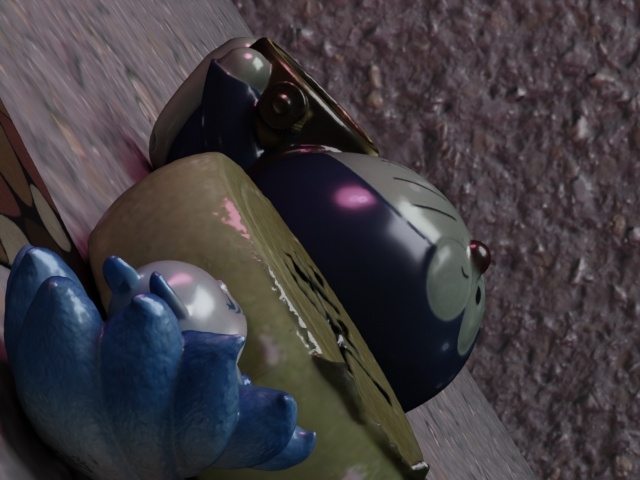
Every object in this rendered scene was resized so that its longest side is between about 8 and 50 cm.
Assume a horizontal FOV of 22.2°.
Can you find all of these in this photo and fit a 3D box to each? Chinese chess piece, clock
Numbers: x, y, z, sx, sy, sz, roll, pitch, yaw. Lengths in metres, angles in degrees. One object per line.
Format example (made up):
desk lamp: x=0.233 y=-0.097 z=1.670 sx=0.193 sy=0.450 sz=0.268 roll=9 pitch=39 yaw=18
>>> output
Chinese chess piece: x=-0.026 y=0.050 z=0.727 sx=0.188 sy=0.083 sz=0.188 roll=57 pitch=6 yaw=-10
clock: x=0.000 y=0.000 z=0.931 sx=0.199 sy=0.146 sz=0.243 roll=47 pitch=7 yaw=-41

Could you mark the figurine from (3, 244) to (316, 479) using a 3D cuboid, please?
figurine: x=-0.059 y=0.035 z=0.514 sx=0.114 sy=0.079 sz=0.114 roll=38 pitch=-15 yaw=12

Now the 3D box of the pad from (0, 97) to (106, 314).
pad: x=-0.153 y=-0.059 z=0.600 sx=0.158 sy=0.003 sz=0.235 roll=60 pitch=5 yaw=20
